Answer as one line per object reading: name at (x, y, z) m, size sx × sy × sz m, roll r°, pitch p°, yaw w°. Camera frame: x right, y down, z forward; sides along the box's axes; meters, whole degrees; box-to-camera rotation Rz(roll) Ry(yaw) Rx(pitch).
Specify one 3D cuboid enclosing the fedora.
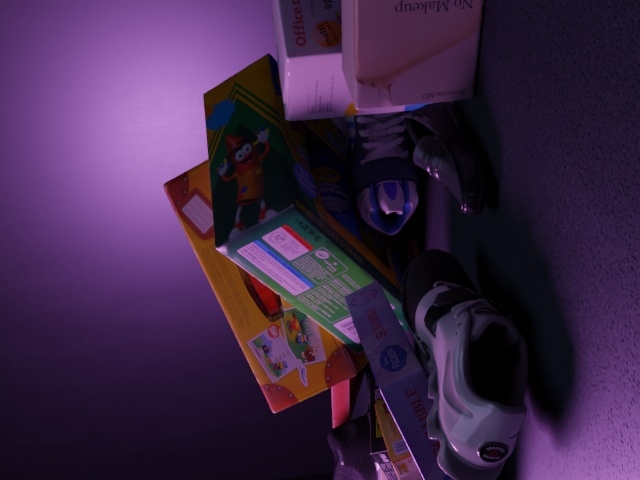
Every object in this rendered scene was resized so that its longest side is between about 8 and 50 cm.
fedora at (0.101, 0.581, 2.328) m, size 0.334 × 0.152 × 0.334 m, roll 173°, pitch 90°, yaw -85°

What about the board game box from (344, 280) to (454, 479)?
board game box at (0.146, 0.256, 1.269) m, size 0.318 × 0.065 × 0.319 m, roll -110°, pitch -5°, yaw -72°

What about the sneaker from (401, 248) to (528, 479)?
sneaker at (0.187, 0.111, 1.040) m, size 0.331 × 0.122 × 0.146 m, roll -99°, pitch 24°, yaw -44°

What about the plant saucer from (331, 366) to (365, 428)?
plant saucer at (0.085, 0.366, 2.447) m, size 0.259 × 0.047 × 0.259 m, roll -68°, pitch -19°, yaw -49°

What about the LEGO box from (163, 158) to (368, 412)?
LEGO box at (-0.084, 0.066, 1.831) m, size 0.500 × 0.193 × 0.372 m, roll 63°, pitch -168°, yaw 4°

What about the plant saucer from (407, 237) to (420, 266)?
plant saucer at (0.173, 0.037, 1.579) m, size 0.083 × 0.013 × 0.084 m, roll 175°, pitch 90°, yaw -85°

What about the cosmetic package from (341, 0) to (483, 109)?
cosmetic package at (0.107, -0.320, 1.023) m, size 0.113 × 0.160 × 0.310 m, roll -102°, pitch 7°, yaw -49°

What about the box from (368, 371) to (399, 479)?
box at (0.145, 0.381, 1.706) m, size 0.184 × 0.045 × 0.191 m, roll -91°, pitch -21°, yaw -45°

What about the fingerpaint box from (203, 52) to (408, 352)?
fingerpaint box at (-0.009, -0.059, 1.586) m, size 0.445 × 0.163 × 0.371 m, roll 42°, pitch -151°, yaw -44°

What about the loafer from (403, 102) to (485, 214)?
loafer at (0.161, -0.107, 1.130) m, size 0.223 × 0.078 × 0.076 m, roll -102°, pitch 7°, yaw -50°

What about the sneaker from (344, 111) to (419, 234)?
sneaker at (0.111, -0.161, 1.434) m, size 0.323 × 0.130 × 0.236 m, roll 91°, pitch 167°, yaw -47°

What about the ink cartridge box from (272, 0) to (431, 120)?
ink cartridge box at (0.052, -0.296, 1.262) m, size 0.168 × 0.232 × 0.171 m, roll 94°, pitch 168°, yaw -66°

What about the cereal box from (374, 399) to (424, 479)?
cereal box at (0.166, 0.419, 1.521) m, size 0.173 × 0.047 × 0.240 m, roll -106°, pitch -6°, yaw -67°
